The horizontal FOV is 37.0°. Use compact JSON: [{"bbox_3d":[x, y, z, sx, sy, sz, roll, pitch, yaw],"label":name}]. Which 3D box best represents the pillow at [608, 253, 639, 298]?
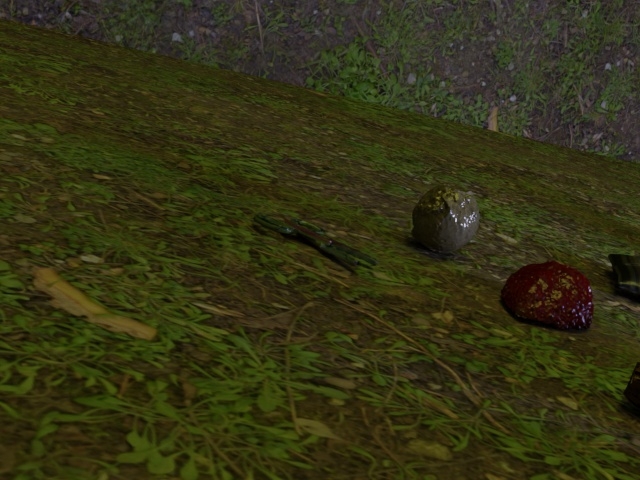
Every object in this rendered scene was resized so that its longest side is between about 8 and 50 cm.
[{"bbox_3d":[0.631,0.084,1.736,0.212,0.052,0.208,18,19,7],"label":"pillow"}]

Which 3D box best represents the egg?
[{"bbox_3d":[0.208,-0.038,1.600,0.118,0.116,0.140,-7,1,23],"label":"egg"}]

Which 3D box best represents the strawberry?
[{"bbox_3d":[0.336,0.078,1.427,0.147,0.082,0.187,18,19,32],"label":"strawberry"}]

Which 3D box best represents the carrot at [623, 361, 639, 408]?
[{"bbox_3d":[0.471,0.209,1.112,0.229,0.069,0.069,24,17,17],"label":"carrot"}]

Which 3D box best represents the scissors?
[{"bbox_3d":[0.000,0.000,1.426,0.187,0.020,0.134,26,14,35],"label":"scissors"}]
